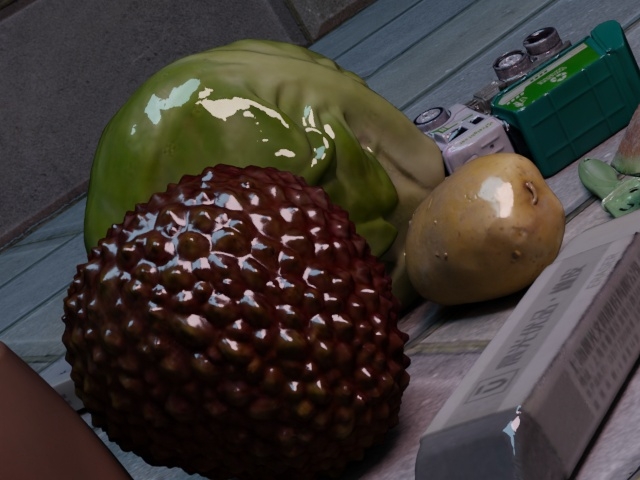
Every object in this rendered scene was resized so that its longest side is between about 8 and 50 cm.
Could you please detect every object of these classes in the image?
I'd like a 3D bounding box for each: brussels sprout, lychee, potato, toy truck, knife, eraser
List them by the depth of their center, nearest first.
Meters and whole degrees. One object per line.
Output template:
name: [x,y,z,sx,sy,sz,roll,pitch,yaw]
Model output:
eraser: [0.155,0.081,1.096,0.089,0.061,0.352,-22,14,36]
lychee: [-0.052,0.074,1.248,0.271,0.271,0.271,-30,12,7]
potato: [0.136,-0.007,1.391,0.109,0.118,0.178,0,-16,-28]
knife: [0.260,-0.043,1.448,0.043,0.020,0.293,-28,13,6]
brussels sprout: [-0.055,-0.018,1.488,0.328,0.328,0.247,-32,33,-7]
toy truck: [0.220,-0.129,1.695,0.253,0.114,0.124,-34,23,-14]

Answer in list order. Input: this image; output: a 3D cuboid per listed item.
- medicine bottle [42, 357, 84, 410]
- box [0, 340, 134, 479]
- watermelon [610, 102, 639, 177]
medicine bottle: [-0.216,0.126,1.858,0.201,0.052,0.171,-24,14,38]
box: [-0.271,0.219,1.216,0.301,0.216,0.301,-29,14,8]
watermelon: [0.336,-0.102,1.356,0.231,0.128,0.146,-23,-23,-35]
